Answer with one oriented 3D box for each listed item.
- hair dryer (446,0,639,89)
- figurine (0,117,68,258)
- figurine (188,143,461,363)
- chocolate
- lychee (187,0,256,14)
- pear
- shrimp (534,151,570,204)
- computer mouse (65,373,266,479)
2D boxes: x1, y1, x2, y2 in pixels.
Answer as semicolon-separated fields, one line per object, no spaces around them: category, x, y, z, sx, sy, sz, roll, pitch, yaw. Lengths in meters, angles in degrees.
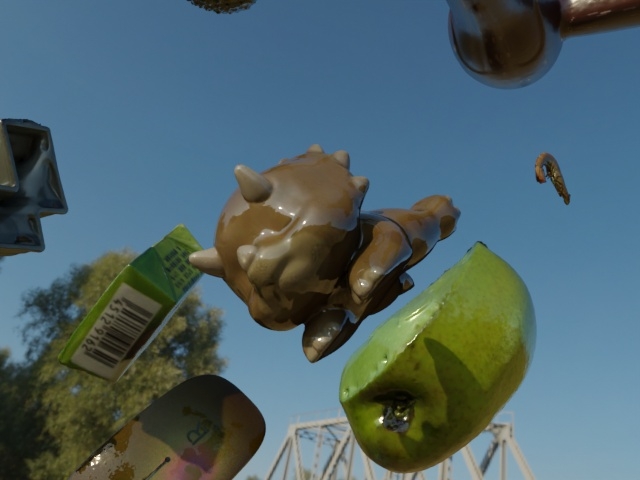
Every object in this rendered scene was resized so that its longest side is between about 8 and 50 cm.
hair dryer;0.290;-0.250;0.523;0.341;0.123;0.313;-4;-3;25
figurine;-0.480;-0.026;0.661;0.285;0.342;0.166;-14;-70;18
figurine;-0.001;-0.002;0.519;0.173;0.247;0.177;41;-49;16
chocolate;-0.397;0.139;1.209;0.137;0.288;0.301;40;-71;-7
lychee;-0.227;-0.641;1.178;0.256;0.274;0.255;-18;-33;-12
pear;0.173;0.217;0.840;0.238;0.318;0.342;42;-42;5
shrimp;0.485;-0.123;1.119;0.025;0.091;0.127;-24;-80;50
computer mouse;-0.214;0.315;0.741;0.158;0.310;0.071;40;-36;17
